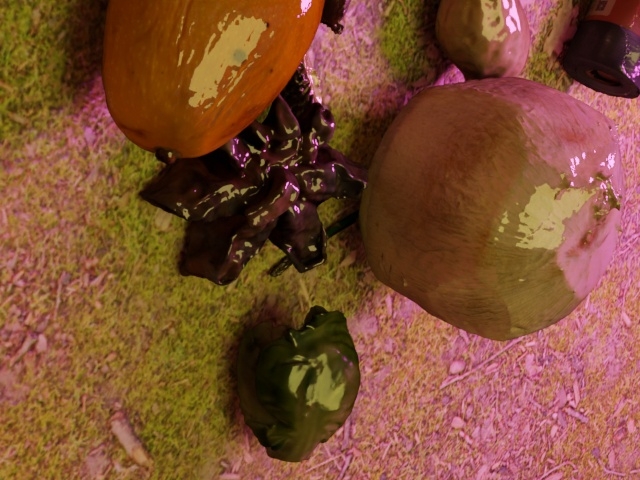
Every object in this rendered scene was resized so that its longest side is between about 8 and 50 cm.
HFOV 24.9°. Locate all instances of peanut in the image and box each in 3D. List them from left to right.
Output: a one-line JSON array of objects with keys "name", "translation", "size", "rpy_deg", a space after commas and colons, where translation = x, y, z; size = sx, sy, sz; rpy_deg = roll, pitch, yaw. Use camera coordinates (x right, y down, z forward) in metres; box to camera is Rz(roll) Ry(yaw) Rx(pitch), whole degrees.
[{"name": "peanut", "translation": [0.177, -0.283, 1.638], "size": [0.117, 0.101, 0.263], "rpy_deg": [-60, 146, -47]}]

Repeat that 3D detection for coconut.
[{"name": "coconut", "translation": [0.209, -0.036, 1.633], "size": [0.297, 0.254, 0.297], "rpy_deg": [-39, 147, -33]}]

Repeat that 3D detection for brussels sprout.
[{"name": "brussels sprout", "translation": [-0.019, 0.158, 1.568], "size": [0.139, 0.100, 0.181], "rpy_deg": [-2, 98, -22]}]

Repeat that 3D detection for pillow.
[{"name": "pillow", "translation": [0.009, -0.262, 1.411], "size": [0.043, 0.185, 0.118], "rpy_deg": [12, 97, -10]}]

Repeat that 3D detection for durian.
[{"name": "durian", "translation": [-0.017, -0.167, 1.491], "size": [0.066, 0.052, 0.130], "rpy_deg": [-41, 131, -33]}]

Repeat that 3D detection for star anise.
[{"name": "star anise", "translation": [-0.055, -0.041, 1.445], "size": [0.220, 0.099, 0.214], "rpy_deg": [-45, 126, -8]}]

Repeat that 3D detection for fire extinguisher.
[{"name": "fire extinguisher", "translation": [0.443, -0.372, 1.947], "size": [0.376, 0.113, 0.200], "rpy_deg": [-63, -175, -6]}]

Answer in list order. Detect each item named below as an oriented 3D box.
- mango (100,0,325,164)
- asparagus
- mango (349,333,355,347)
[{"name": "mango", "translation": [-0.081, -0.235, 1.296], "size": [0.187, 0.144, 0.359], "rpy_deg": [32, 74, -22]}, {"name": "asparagus", "translation": [0.000, 0.000, 1.618], "size": [0.166, 0.013, 0.016], "rpy_deg": [-34, 119, -39]}, {"name": "mango", "translation": [0.007, 0.151, 1.656], "size": [0.073, 0.056, 0.108], "rpy_deg": [26, 82, -43]}]
